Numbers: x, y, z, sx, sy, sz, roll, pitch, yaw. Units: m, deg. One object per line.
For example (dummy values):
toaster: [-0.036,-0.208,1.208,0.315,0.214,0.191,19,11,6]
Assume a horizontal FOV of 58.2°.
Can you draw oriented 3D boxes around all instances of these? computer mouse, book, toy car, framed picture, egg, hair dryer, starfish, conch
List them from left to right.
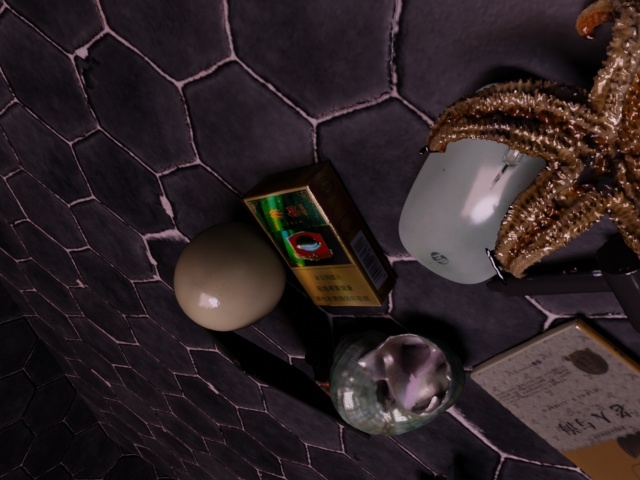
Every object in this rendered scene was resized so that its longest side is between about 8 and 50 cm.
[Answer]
egg: [-0.154,0.062,0.989,0.186,0.242,0.185,4,104,15]
framed picture: [-0.078,0.244,1.059,0.339,0.014,0.255,39,174,-37]
toy car: [0.015,0.294,1.238,0.073,0.054,0.143,6,132,40]
conch: [0.117,0.240,1.008,0.277,0.196,0.220,29,129,52]
computer mouse: [0.189,-0.047,0.689,0.160,0.097,0.288,35,145,9]
hair dryer: [0.319,0.066,0.727,0.248,0.070,0.114,-14,119,52]
starfish: [0.268,-0.060,0.534,0.312,0.113,0.303,47,118,10]
book: [0.450,0.285,0.874,0.389,0.032,0.269,38,145,2]

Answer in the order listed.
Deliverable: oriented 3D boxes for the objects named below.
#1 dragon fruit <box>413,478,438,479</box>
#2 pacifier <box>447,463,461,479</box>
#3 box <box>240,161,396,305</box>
dragon fruit: [0.262,0.598,1.341,0.126,0.068,0.112,58,168,-31]
pacifier: [0.355,0.624,1.174,0.269,0.288,0.343,-15,127,18]
box: [0.000,0.000,0.923,0.159,0.071,0.240,-6,125,47]
